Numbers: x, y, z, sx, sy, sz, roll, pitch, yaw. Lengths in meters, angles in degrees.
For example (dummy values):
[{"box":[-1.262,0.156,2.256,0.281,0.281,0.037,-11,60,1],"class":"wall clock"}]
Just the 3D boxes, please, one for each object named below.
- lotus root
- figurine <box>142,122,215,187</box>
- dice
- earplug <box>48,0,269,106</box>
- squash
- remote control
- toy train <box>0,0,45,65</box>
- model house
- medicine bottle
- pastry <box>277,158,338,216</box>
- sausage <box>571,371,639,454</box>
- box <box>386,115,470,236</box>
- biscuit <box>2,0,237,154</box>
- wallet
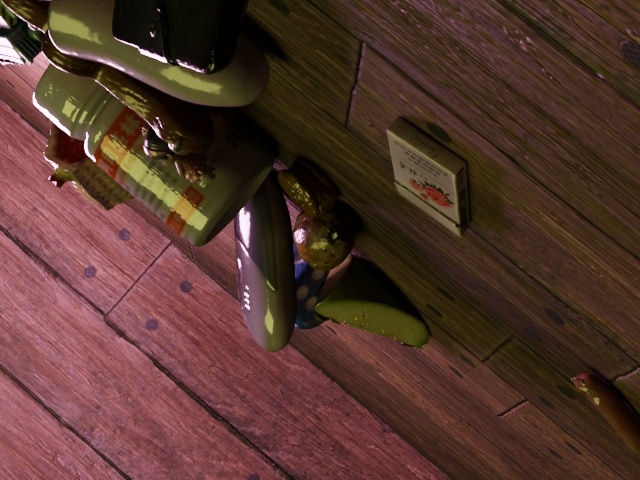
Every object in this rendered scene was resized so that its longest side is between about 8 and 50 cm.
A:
[{"box":[0.000,0.000,2.172,0.258,0.097,0.110,125,127,-79],"class":"lotus root"},{"box":[-0.217,-0.136,1.962,0.129,0.054,0.072,31,-152,-26],"class":"figurine"},{"box":[-0.044,0.077,2.485,0.146,0.146,0.143,30,166,42],"class":"dice"},{"box":[-0.198,-0.269,1.707,0.301,0.172,0.172,30,165,23],"class":"earplug"},{"box":[0.114,0.144,2.321,0.252,0.093,0.169,44,-148,-13],"class":"squash"},{"box":[-0.100,0.038,2.292,0.221,0.103,0.332,-143,49,-72],"class":"remote control"},{"box":[-0.606,-0.437,2.428,0.178,0.138,0.330,52,163,-29],"class":"toy train"},{"box":[-0.393,-0.180,2.364,0.160,0.254,0.196,35,169,24],"class":"model house"},{"box":[-0.275,-0.180,2.113,0.371,0.211,0.211,40,168,1],"class":"medicine bottle"},{"box":[-0.020,-0.085,2.041,0.097,0.057,0.109,42,167,25],"class":"pastry"},{"box":[0.434,0.255,1.871,0.177,0.040,0.047,47,173,-27],"class":"sausage"},{"box":[0.140,-0.077,1.618,0.109,0.029,0.198,37,167,20],"class":"box"},{"box":[-0.326,-0.280,1.941,0.432,0.064,0.283,35,-158,0],"class":"biscuit"},{"box":[-0.172,-0.297,1.509,0.045,0.172,0.318,7,-168,-34],"class":"wallet"}]
